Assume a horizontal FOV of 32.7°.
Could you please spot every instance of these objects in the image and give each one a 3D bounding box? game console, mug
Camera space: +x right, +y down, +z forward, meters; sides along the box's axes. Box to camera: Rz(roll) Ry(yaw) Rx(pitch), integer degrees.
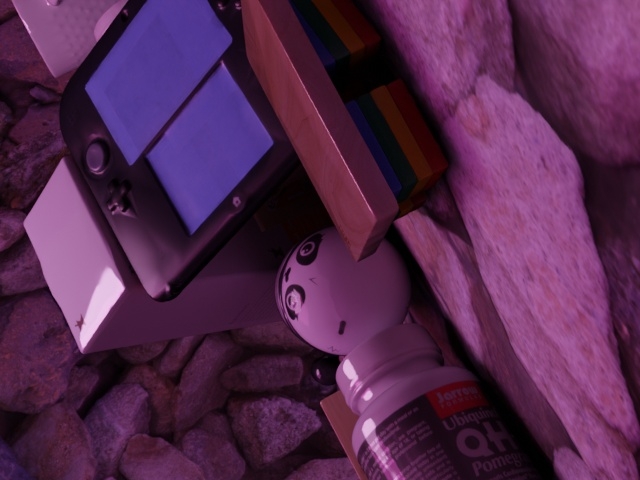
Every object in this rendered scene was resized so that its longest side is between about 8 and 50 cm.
[{"bbox_3d":[-0.164,-0.165,1.345,0.060,0.386,0.342,5,-132,-49],"label":"game console"},{"bbox_3d":[-0.468,-0.534,2.253,0.276,0.328,0.374,63,173,-7],"label":"mug"}]

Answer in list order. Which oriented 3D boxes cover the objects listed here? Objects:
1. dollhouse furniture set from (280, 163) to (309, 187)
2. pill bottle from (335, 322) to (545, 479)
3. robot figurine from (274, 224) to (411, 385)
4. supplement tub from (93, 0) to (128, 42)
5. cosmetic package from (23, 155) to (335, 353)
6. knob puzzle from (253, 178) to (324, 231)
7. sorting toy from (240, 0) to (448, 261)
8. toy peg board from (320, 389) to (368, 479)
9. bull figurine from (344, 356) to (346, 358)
[{"bbox_3d":[-0.117,-0.222,1.490,0.301,0.151,0.197,62,174,12],"label":"dollhouse furniture set"},{"bbox_3d":[0.144,0.258,1.265,0.318,0.176,0.176,59,173,31],"label":"pill bottle"},{"bbox_3d":[0.023,0.065,1.448,0.209,0.174,0.278,60,174,-1],"label":"robot figurine"},{"bbox_3d":[-0.279,-0.301,2.110,0.325,0.235,0.235,61,174,12],"label":"supplement tub"},{"bbox_3d":[-0.173,0.003,1.617,0.161,0.453,0.230,-49,61,37],"label":"cosmetic package"},{"bbox_3d":[-0.079,-0.120,1.604,0.213,0.030,0.213,24,-124,-41],"label":"knob puzzle"},{"bbox_3d":[0.021,-0.127,1.044,0.255,0.089,0.257,62,174,7],"label":"sorting toy"},{"bbox_3d":[0.112,0.321,1.958,0.161,0.161,0.079,62,-171,12],"label":"toy peg board"},{"bbox_3d":[0.084,0.188,1.824,0.310,0.101,0.188,60,172,24],"label":"bull figurine"}]
